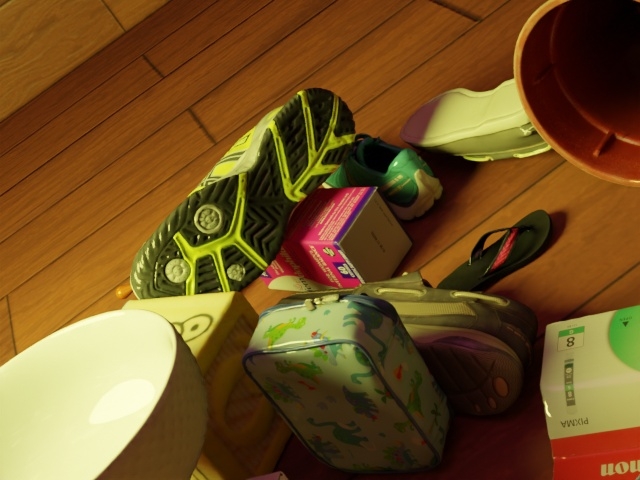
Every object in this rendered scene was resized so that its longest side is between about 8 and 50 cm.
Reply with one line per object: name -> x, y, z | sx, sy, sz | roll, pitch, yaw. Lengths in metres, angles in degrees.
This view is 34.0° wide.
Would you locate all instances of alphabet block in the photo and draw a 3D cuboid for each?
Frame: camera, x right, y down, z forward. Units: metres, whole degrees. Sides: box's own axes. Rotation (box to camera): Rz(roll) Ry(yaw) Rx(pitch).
alphabet block -> -0.162, 0.193, 1.286 | 0.197, 0.193, 0.192 | -6, 43, 39

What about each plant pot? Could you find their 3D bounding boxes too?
plant pot -> 0.423, -0.252, 1.300 | 0.272, 0.272, 0.265 | 2, 39, 45

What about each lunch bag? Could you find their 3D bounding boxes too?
lunch bag -> 0.029, 0.157, 1.127 | 0.176, 0.219, 0.090 | -12, 37, 34

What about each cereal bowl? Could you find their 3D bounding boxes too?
cereal bowl -> -0.249, 0.227, 1.038 | 0.339, 0.141, 0.339 | -25, 27, 14

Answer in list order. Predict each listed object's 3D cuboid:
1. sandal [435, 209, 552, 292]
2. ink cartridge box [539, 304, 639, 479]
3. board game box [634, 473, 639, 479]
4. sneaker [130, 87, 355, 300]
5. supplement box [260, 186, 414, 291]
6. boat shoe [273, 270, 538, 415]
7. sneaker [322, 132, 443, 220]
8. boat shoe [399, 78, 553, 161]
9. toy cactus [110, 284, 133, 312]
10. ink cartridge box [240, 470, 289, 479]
sandal -> 0.216, 0.018, 1.314 | 0.179, 0.040, 0.067 | -36, 31, -3
ink cartridge box -> 0.303, 0.160, 1.021 | 0.181, 0.056, 0.224 | -16, 35, 30
board game box -> 0.298, 0.251, 0.899 | 0.169, 0.033, 0.133 | -45, 37, -8
sneaker -> -0.105, -0.045, 1.435 | 0.385, 0.145, 0.147 | -45, 12, -17
supplement box -> 0.000, 0.000, 1.477 | 0.220, 0.111, 0.114 | 3, 48, 47
boat shoe -> 0.099, 0.111, 1.238 | 0.355, 0.132, 0.130 | 9, 42, 39
sneaker -> 0.077, -0.118, 1.569 | 0.107, 0.110, 0.275 | -45, 32, -17
boat shoe -> 0.229, -0.160, 1.495 | 0.305, 0.091, 0.109 | -2, 53, 58
toy cactus -> -0.213, 0.110, 1.568 | 0.219, 0.112, 0.180 | -29, 50, 4
ink cartridge box -> -0.103, 0.340, 1.043 | 0.237, 0.172, 0.100 | -18, 32, 25
